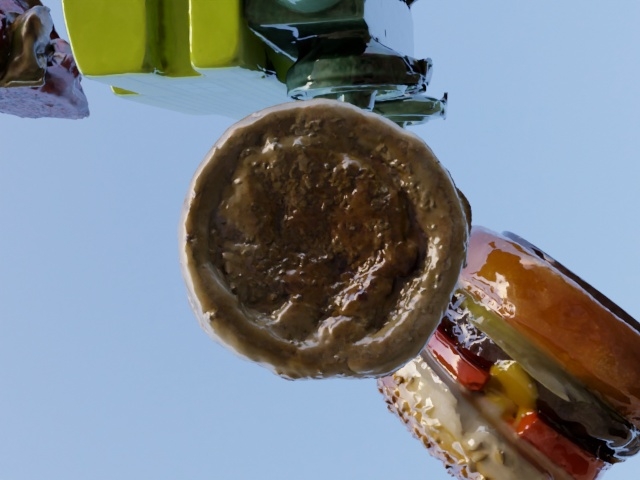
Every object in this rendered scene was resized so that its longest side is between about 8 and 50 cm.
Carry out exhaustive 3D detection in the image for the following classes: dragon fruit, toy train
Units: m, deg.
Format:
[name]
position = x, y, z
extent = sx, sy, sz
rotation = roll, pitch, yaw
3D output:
[dragon fruit]
position = -0.361, -0.232, 0.843
extent = 0.205, 0.317, 0.151
rotation = 10, -90, 9
[toy train]
position = -0.034, -0.186, 0.651
extent = 0.273, 0.442, 0.179
rotation = -1, -86, 12

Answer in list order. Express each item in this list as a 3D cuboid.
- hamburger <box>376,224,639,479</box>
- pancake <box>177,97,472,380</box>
[hamburger]
position = 0.226, 0.156, 0.860
extent = 0.330, 0.330, 0.250
rotation = 38, -87, -24
[pancake]
position = 0.000, 0.000, 0.344
extent = 0.140, 0.022, 0.139
rotation = 0, -99, -2
